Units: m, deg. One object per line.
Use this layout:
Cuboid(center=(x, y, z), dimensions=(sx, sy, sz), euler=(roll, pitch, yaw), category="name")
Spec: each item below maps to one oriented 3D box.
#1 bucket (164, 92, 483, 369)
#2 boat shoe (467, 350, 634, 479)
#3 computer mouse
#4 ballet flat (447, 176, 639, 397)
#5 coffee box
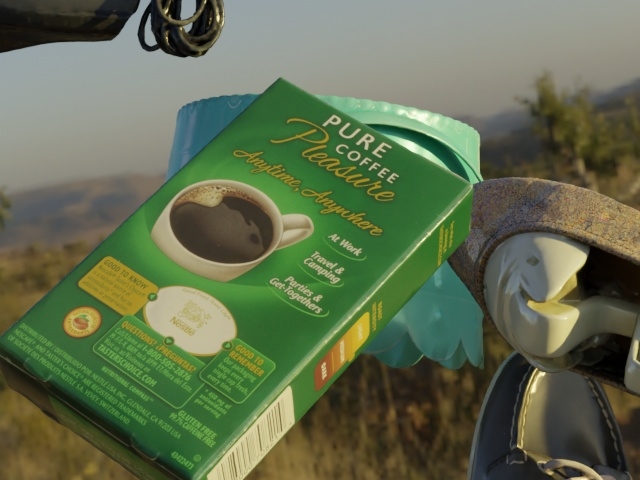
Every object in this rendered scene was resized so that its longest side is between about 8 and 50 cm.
Cuboid(center=(0.000, 0.000, 1.153), dimensions=(0.281, 0.183, 0.281), euler=(4, -6, 0), category="bucket")
Cuboid(center=(0.146, 0.219, 0.894), dimensions=(0.112, 0.335, 0.095), euler=(15, -20, -18), category="boat shoe")
Cuboid(center=(-0.209, -0.222, 1.160), dimensions=(0.272, 0.188, 0.072), euler=(-6, -18, 18), category="computer mouse")
Cuboid(center=(0.179, 0.045, 0.847), dimensions=(0.316, 0.107, 0.106), euler=(20, 32, 33), category="ballet flat")
Cuboid(center=(-0.031, 0.019, 0.629), dimensions=(0.113, 0.040, 0.184), euler=(30, 60, 25), category="coffee box")
